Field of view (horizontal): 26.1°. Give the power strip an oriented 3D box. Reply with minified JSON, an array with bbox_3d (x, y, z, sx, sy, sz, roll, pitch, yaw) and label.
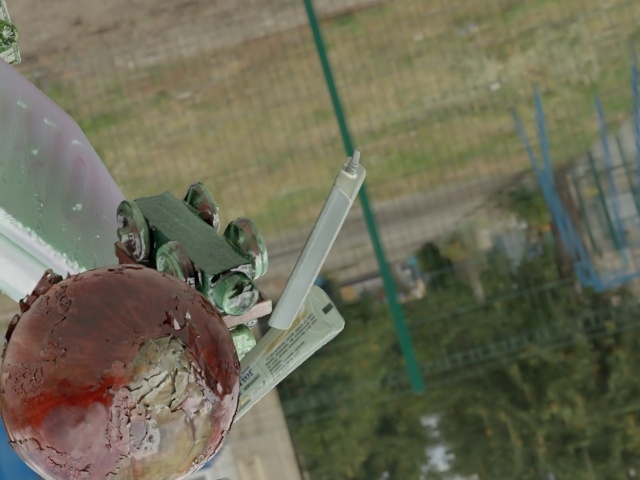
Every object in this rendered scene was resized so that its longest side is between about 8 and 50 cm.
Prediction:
[{"bbox_3d":[0.000,0.000,1.476,0.253,0.027,0.060,-64,178,38],"label":"power strip"}]

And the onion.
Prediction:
[{"bbox_3d":[-0.140,0.096,0.992,0.184,0.184,0.147,-14,169,-25],"label":"onion"}]

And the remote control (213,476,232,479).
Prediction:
[{"bbox_3d":[-0.141,0.266,1.332,0.027,0.050,0.184,-8,170,-43],"label":"remote control"}]

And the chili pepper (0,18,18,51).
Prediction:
[{"bbox_3d":[-0.449,-0.274,1.706,0.073,0.182,0.050,-59,158,15],"label":"chili pepper"}]

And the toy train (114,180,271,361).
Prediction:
[{"bbox_3d":[-0.175,0.058,1.882,0.150,0.221,0.304,-17,-147,-26],"label":"toy train"}]

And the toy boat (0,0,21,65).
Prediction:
[{"bbox_3d":[-0.578,-0.409,2.308,0.093,0.055,0.293,-33,138,-18],"label":"toy boat"}]

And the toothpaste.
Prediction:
[{"bbox_3d":[-0.064,0.147,1.610,0.255,0.067,0.037,-43,-169,-34],"label":"toothpaste"}]

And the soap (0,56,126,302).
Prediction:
[{"bbox_3d":[-0.471,-0.103,1.979,0.156,0.261,0.446,-18,140,27],"label":"soap"}]
